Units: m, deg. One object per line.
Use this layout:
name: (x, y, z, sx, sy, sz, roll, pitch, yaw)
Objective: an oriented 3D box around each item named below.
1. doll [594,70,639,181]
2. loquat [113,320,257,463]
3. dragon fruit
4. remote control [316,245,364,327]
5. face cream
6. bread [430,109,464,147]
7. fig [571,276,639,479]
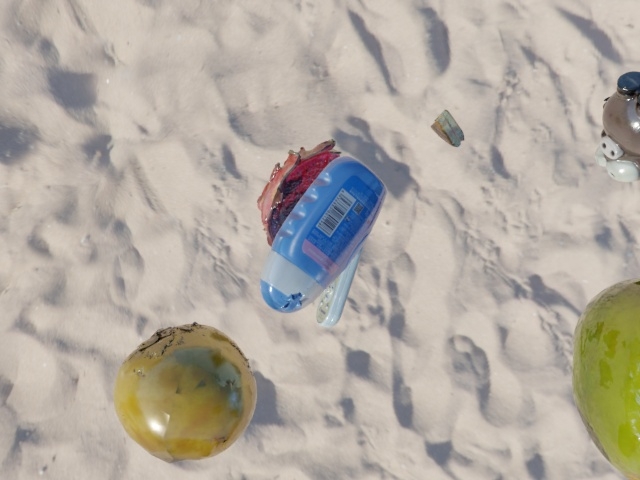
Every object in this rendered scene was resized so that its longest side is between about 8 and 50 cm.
doll: (0.624, -0.211, 1.424, 0.117, 0.182, 0.257, -26, 146, -7)
loquat: (-0.225, 0.253, 1.205, 0.234, 0.235, 0.235, -2, 95, -17)
dragon fruit: (-0.070, -0.092, 1.478, 0.161, 0.126, 0.274, -6, 117, -43)
remote control: (0.047, 0.079, 1.612, 0.047, 0.087, 0.245, 18, 93, -16)
face cream: (0.000, 0.000, 1.137, 0.264, 0.083, 0.149, -55, 130, -8)
bread: (0.273, -0.252, 1.583, 0.043, 0.062, 0.109, -50, 135, -1)
fig: (0.566, 0.229, 1.167, 0.343, 0.343, 0.344, -2, 95, -17)
